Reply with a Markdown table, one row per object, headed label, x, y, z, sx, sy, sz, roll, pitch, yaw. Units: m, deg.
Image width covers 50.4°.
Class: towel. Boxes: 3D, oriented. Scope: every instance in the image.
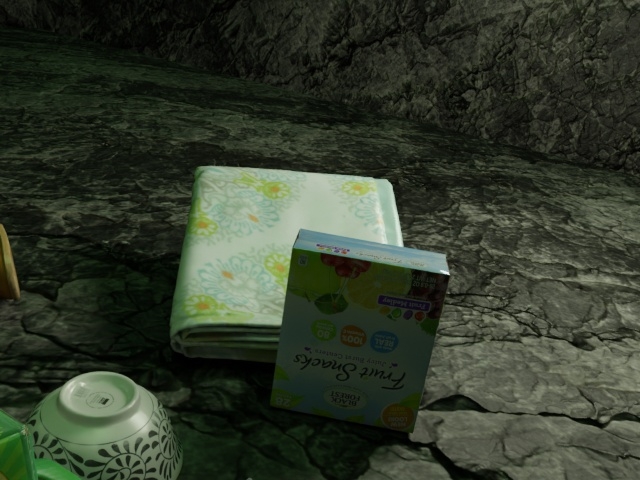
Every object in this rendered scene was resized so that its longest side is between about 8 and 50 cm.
| label | x | y | z | sx | sy | sz | roll | pitch | yaw |
| --- | --- | --- | --- | --- | --- | --- | --- | --- | --- |
| towel | -0.039 | 0.021 | 0.985 | 0.320 | 0.090 | 0.375 | 6 | 41 | -8 |

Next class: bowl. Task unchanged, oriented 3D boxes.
| label | x | y | z | sx | sy | sz | roll | pitch | yaw |
| --- | --- | --- | --- | --- | --- | --- | --- | --- | --- |
| bowl | -0.217 | 0.182 | 0.666 | 0.170 | 0.080 | 0.170 | 9 | 21 | -3 |

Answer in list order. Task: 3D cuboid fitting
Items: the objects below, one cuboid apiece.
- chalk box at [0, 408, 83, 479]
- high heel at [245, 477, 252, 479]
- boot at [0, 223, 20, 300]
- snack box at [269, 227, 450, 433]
| label | x | y | z | sx | sy | sz | roll | pitch | yaw |
| --- | --- | --- | --- | --- | --- | --- | --- | --- | --- |
| chalk box | -0.285 | 0.198 | 0.425 | 0.180 | 0.179 | 0.289 | 9 | 18 | 38 |
| high heel | -0.063 | 0.313 | 0.452 | 0.186 | 0.093 | 0.261 | -29 | 52 | -19 |
| boot | -0.539 | 0.029 | 0.909 | 0.211 | 0.104 | 0.295 | -14 | 26 | -34 |
| snack box | 0.042 | 0.105 | 0.783 | 0.174 | 0.207 | 0.070 | 9 | 22 | 3 |
